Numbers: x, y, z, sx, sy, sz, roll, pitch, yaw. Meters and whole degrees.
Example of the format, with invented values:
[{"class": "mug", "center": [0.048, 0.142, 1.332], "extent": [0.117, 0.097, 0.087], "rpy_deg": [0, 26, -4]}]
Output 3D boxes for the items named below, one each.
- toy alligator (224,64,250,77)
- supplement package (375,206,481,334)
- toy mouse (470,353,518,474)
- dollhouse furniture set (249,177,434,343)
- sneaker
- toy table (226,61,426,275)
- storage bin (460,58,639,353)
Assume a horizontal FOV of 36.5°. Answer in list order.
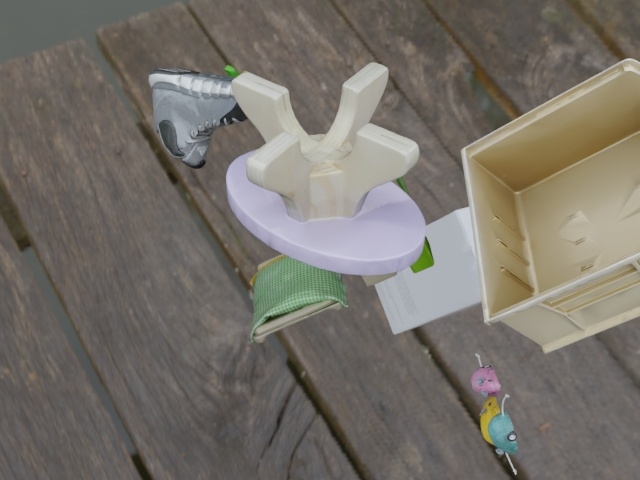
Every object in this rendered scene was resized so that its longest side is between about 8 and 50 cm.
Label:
[{"class": "toy alligator", "center": [-0.137, -0.289, 2.014], "extent": [0.190, 0.051, 0.056], "rpy_deg": [41, 59, -23]}, {"class": "supplement package", "center": [0.262, 0.051, 1.924], "extent": [0.175, 0.293, 0.177], "rpy_deg": [-15, 82, -38]}, {"class": "toy mouse", "center": [0.218, 0.214, 1.229], "extent": [0.031, 0.143, 0.161], "rpy_deg": [-15, 72, 0]}, {"class": "dollhouse furniture set", "center": [0.000, 0.000, 1.481], "extent": [0.301, 0.151, 0.197], "rpy_deg": [-24, 21, 10]}, {"class": "sneaker", "center": [-0.140, -0.159, 1.332], "extent": [0.229, 0.132, 0.086], "rpy_deg": [15, 17, 32]}, {"class": "toy table", "center": [0.005, -0.091, 1.169], "extent": [0.274, 0.161, 0.252], "rpy_deg": [17, 45, 17]}, {"class": "storage bin", "center": [0.320, -0.040, 1.152], "extent": [0.123, 0.260, 0.262], "rpy_deg": [32, 42, -37]}]
